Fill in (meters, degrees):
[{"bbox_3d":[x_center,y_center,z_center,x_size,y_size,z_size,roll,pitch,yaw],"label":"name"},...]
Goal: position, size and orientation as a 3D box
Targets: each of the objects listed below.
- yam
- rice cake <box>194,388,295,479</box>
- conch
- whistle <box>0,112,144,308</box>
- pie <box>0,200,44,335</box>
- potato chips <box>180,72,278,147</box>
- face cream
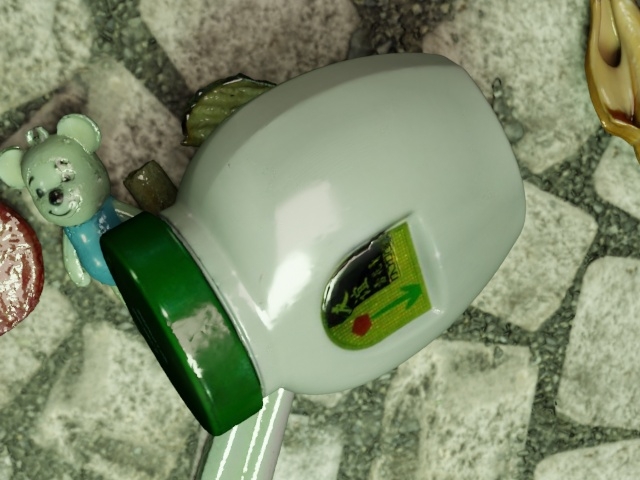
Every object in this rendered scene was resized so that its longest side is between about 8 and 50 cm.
[{"bbox_3d":[-0.154,-0.032,1.234,0.043,0.043,0.094,-32,103,-6],"label":"yam"},{"bbox_3d":[-0.069,0.178,1.297,0.080,0.042,0.222,14,96,-15],"label":"rice cake"},{"bbox_3d":[0.326,-0.179,1.314,0.109,0.093,0.330,-22,85,8],"label":"conch"},{"bbox_3d":[-0.212,-0.008,1.211,0.114,0.077,0.236,-26,110,14],"label":"whistle"},{"bbox_3d":[-0.339,0.026,1.203,0.154,0.036,0.155,-3,101,-14],"label":"pie"},{"bbox_3d":[-0.036,-0.109,1.257,0.207,0.028,0.092,12,97,-17],"label":"potato chips"},{"bbox_3d":[0.000,0.000,1.159,0.357,0.219,0.312,-30,130,-14],"label":"face cream"}]
